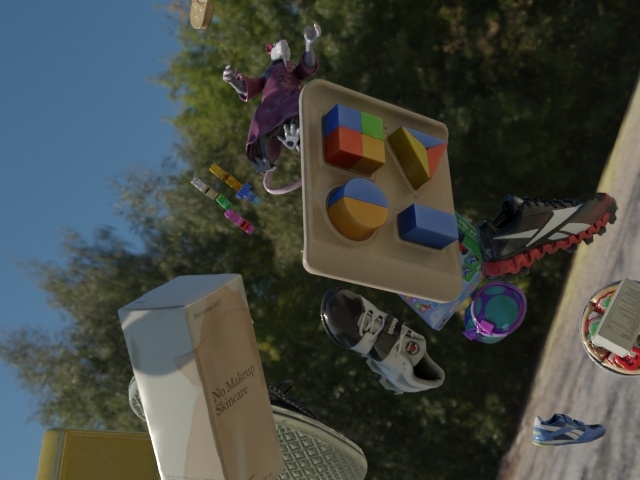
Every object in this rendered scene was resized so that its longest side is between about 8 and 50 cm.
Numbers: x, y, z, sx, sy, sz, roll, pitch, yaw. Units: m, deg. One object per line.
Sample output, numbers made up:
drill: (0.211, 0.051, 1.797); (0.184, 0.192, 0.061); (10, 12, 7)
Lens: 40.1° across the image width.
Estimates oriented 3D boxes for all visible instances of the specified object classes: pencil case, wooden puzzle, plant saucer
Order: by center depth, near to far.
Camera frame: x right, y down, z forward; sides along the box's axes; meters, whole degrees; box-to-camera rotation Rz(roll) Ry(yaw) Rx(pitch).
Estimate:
pencil case: (0.210, 0.090, 1.071); (0.070, 0.064, 0.151); (-45, -12, -3)
wooden puzzle: (0.117, -0.090, 1.494); (0.080, 0.322, 0.347); (-31, 52, 51)
plant saucer: (-0.495, 0.564, 2.046); (0.332, 0.333, 0.081); (-98, 19, -48)

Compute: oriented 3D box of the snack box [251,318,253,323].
snack box: (-0.183, 0.151, 1.792); (0.064, 0.022, 0.178); (64, -169, 6)

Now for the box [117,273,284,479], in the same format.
box: (-0.163, 0.214, 1.238); (0.148, 0.121, 0.311); (-34, -64, -57)

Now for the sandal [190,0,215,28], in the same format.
sandal: (-0.272, -0.584, 1.912); (0.079, 0.088, 0.240); (-8, -63, -39)

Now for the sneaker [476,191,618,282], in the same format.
sneaker: (0.398, -0.036, 1.563); (0.097, 0.276, 0.135); (-136, 22, -78)

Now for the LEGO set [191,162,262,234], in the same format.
LEGO set: (-0.221, -0.119, 2.012); (0.087, 0.227, 0.093); (-51, -42, 1)

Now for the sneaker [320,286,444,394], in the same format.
sneaker: (0.140, 0.201, 1.811); (0.330, 0.146, 0.122); (43, -123, -30)

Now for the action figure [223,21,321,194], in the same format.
action figure: (-0.075, -0.343, 2.109); (0.275, 0.248, 0.370); (60, -159, -47)

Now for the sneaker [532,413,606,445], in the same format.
sneaker: (0.480, 0.362, 1.691); (0.053, 0.144, 0.059); (115, 150, -81)

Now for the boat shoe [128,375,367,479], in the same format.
boat shoe: (-0.127, 0.343, 1.713); (0.186, 0.500, 0.156); (-57, 13, 31)

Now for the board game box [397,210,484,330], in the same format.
board game box: (0.255, 0.056, 1.827); (0.211, 0.160, 0.039); (-52, -32, 11)

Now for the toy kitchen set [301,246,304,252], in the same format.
toy kitchen set: (0.000, 0.000, 1.926); (0.083, 0.068, 0.075); (119, 168, -82)

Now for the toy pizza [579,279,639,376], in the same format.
toy pizza: (0.632, 0.181, 1.805); (0.032, 0.201, 0.201); (6, -78, -57)

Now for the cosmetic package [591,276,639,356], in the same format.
cosmetic package: (0.495, 0.125, 1.425); (0.115, 0.060, 0.041); (-56, -12, -17)
